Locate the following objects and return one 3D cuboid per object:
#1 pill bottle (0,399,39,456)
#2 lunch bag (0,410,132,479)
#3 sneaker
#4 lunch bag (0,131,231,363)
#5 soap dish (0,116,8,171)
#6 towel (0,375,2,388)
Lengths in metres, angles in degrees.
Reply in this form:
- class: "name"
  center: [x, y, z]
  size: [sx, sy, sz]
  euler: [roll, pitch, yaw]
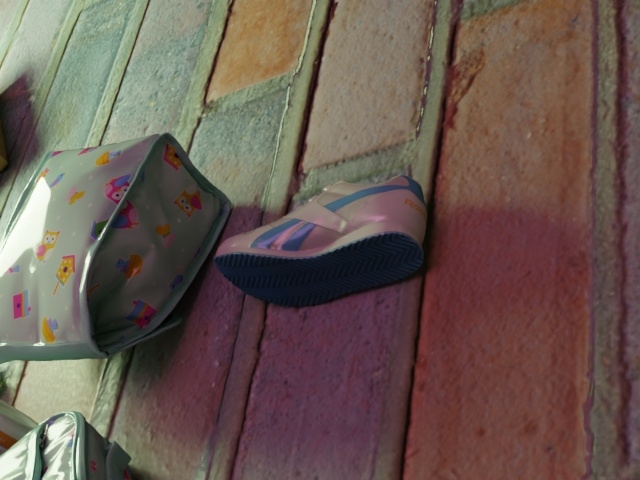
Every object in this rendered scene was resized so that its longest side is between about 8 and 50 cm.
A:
- class: "pill bottle"
  center: [-0.397, 0.277, 1.045]
  size: [0.121, 0.121, 0.216]
  euler: [21, 75, 47]
- class: "lunch bag"
  center: [-0.270, 0.285, 0.884]
  size: [0.224, 0.108, 0.279]
  euler: [-41, 25, 2]
- class: "sneaker"
  center: [0.000, 0.000, 0.947]
  size: [0.228, 0.087, 0.092]
  euler: [-11, 46, 27]
- class: "lunch bag"
  center: [-0.256, 0.026, 1.089]
  size: [0.223, 0.160, 0.262]
  euler: [-5, 51, 38]
- class: "soap dish"
  center: [-0.623, -0.160, 1.581]
  size: [0.229, 0.118, 0.291]
  euler: [-40, 42, 10]
- class: "towel"
  center: [-0.466, 0.191, 1.244]
  size: [0.110, 0.027, 0.148]
  euler: [-54, 41, -4]
